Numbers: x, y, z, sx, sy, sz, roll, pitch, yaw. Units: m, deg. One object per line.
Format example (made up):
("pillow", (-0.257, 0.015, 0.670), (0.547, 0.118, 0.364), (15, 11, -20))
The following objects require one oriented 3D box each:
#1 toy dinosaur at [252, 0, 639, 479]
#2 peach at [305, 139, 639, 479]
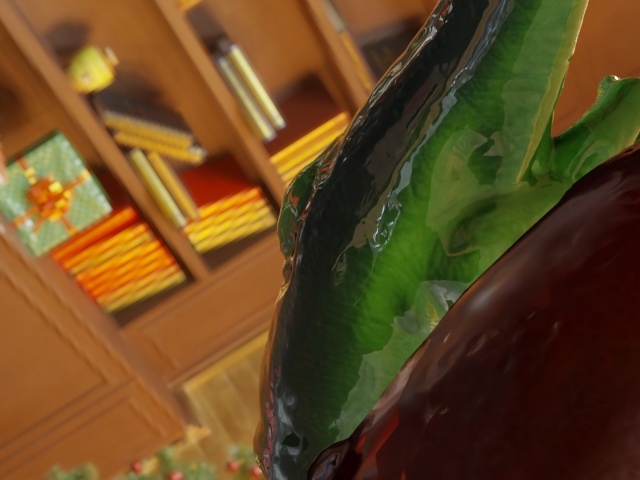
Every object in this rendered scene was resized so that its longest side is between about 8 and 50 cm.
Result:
("toy dinosaur", (0.000, 0.000, 0.553), (0.144, 0.374, 0.500), (30, -24, 28))
("peach", (0.143, 0.114, 0.377), (0.258, 0.361, 0.201), (37, -11, -33))
